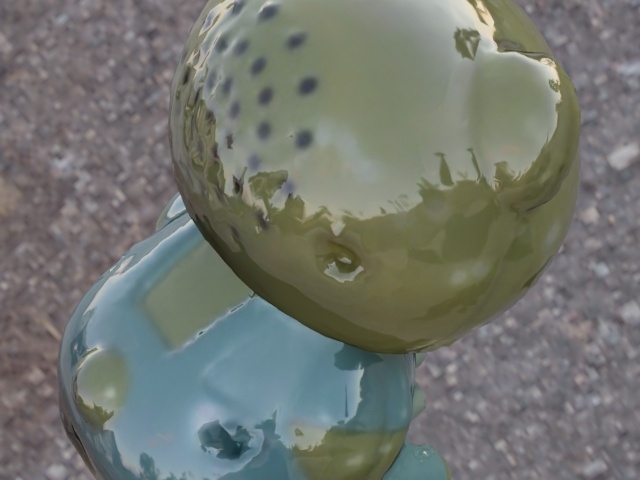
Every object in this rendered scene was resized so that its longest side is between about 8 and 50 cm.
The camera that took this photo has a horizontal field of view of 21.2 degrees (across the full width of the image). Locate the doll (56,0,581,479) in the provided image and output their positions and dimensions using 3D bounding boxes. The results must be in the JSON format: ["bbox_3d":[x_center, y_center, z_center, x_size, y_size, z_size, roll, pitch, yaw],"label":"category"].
[{"bbox_3d":[0.000,0.000,0.682,0.177,0.162,0.260,57,130,39],"label":"doll"}]
